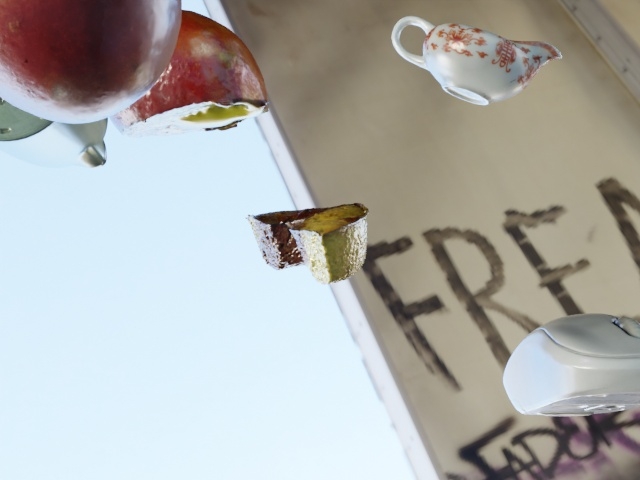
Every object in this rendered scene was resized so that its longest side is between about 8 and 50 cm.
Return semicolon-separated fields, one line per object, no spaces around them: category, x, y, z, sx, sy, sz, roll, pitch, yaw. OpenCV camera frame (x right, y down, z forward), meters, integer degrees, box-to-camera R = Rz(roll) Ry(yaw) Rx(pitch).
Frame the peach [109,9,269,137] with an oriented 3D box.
peach;-0.249;-0.288;1.835;0.281;0.338;0.281;-41;-31;-32

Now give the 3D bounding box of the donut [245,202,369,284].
donut;0.000;0.000;1.679;0.151;0.295;0.112;-15;-74;-27

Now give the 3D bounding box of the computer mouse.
computer mouse;0.334;0.144;1.177;0.184;0.121;0.297;3;-17;-5

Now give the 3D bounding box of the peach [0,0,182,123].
peach;-0.246;-0.217;0.904;0.243;0.199;0.243;-9;-48;-10

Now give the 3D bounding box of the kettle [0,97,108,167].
kettle;-0.383;-0.204;1.255;0.165;0.240;0.255;-43;-4;-2

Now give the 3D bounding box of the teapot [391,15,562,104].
teapot;0.214;-0.263;1.411;0.116;0.245;0.159;-69;-12;12
